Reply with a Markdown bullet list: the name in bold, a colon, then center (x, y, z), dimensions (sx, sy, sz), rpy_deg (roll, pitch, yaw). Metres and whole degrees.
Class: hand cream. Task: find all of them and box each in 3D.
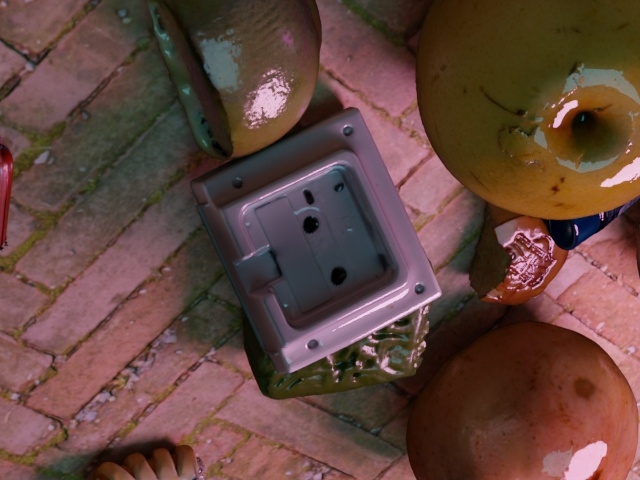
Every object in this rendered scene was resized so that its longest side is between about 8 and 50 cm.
- **hand cream**: center (0.419, -0.087, 1.979), dimensions (0.270, 0.061, 0.120), rpy_deg (-34, 147, -20)

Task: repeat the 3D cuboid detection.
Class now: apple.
- **apple**: center (-0.071, -0.208, 1.667), dimensions (0.193, 0.120, 0.265), rpy_deg (-30, 136, -15)

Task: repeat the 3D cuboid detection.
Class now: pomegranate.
- **pomegranate**: center (0.293, 0.290, 2.087), dimensions (0.338, 0.338, 0.338), rpy_deg (-12, 130, -15)

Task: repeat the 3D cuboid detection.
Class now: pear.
- **pear**: center (0.275, -0.188, 1.706), dimensions (0.348, 0.348, 0.348), rpy_deg (-12, 130, -15)

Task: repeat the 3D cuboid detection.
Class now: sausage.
- **sausage**: center (-0.376, -0.055, 1.692), dimensions (0.048, 0.050, 0.145), rpy_deg (22, 124, 11)

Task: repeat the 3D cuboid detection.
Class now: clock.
- **clock**: center (0.000, 0.000, 1.766), dimensions (0.231, 0.116, 0.262), rpy_deg (-25, 97, -12)

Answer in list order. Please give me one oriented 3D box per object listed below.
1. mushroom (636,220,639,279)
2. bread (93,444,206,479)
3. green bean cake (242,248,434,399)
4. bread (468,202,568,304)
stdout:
- **mushroom**: center (0.600, 0.011, 2.047), dimensions (0.290, 0.297, 0.298), rpy_deg (-28, 136, -31)
- **bread**: center (-0.237, 0.343, 2.044), dimensions (0.177, 0.084, 0.119), rpy_deg (-6, 127, -20)
- **green bean cake**: center (0.027, 0.094, 1.939), dimensions (0.248, 0.125, 0.222), rpy_deg (-7, 128, -18)
- **bread**: center (0.273, 0.013, 2.014), dimensions (0.125, 0.086, 0.156), rpy_deg (-9, 128, -19)
